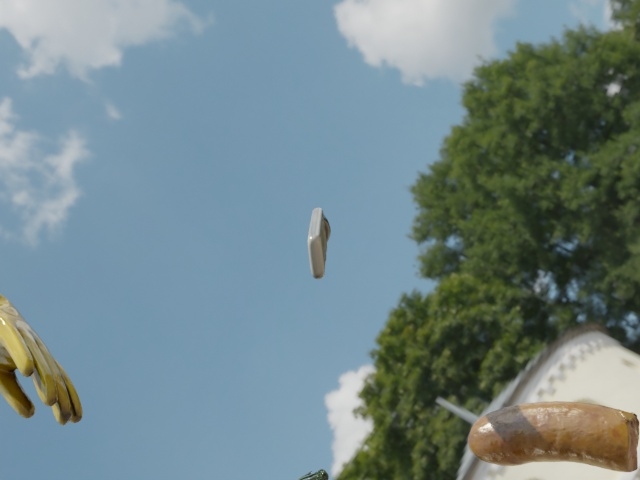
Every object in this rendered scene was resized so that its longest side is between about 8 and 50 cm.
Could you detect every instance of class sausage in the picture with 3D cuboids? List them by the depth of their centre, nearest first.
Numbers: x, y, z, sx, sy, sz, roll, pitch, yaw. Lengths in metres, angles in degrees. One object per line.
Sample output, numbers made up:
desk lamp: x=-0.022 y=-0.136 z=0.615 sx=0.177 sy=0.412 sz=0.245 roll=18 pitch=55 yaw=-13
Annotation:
sausage: x=0.360 y=0.307 z=1.503 sx=0.109 sy=0.270 sz=0.109 roll=21 pitch=-114 yaw=-57

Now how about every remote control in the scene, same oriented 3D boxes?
remote control: x=0.000 y=0.000 z=1.490 sx=0.261 sy=0.029 sz=0.067 roll=-84 pitch=-12 yaw=-79

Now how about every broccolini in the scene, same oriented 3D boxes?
broccolini: x=-0.052 y=0.438 z=1.733 sx=0.030 sy=0.140 sz=0.035 roll=56 pitch=-155 yaw=-59

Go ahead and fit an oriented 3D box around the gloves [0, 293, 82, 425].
gloves: x=-0.420 y=0.146 z=1.284 sx=0.116 sy=0.294 sz=0.133 roll=-49 pitch=-33 yaw=-6
